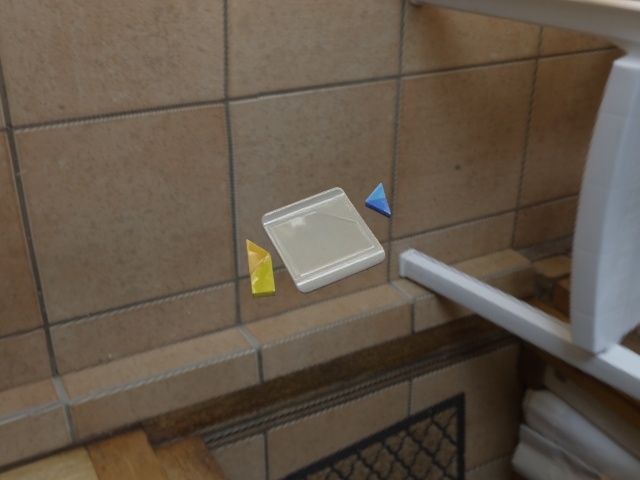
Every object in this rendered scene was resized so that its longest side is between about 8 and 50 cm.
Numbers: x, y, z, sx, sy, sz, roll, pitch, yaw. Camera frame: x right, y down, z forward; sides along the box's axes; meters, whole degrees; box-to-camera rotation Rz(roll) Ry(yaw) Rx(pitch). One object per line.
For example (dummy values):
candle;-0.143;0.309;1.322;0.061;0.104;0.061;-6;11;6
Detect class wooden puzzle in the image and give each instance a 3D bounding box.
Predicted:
wooden puzzle;0.000;0.000;0.539;0.117;0.078;0.014;-16;144;-9
